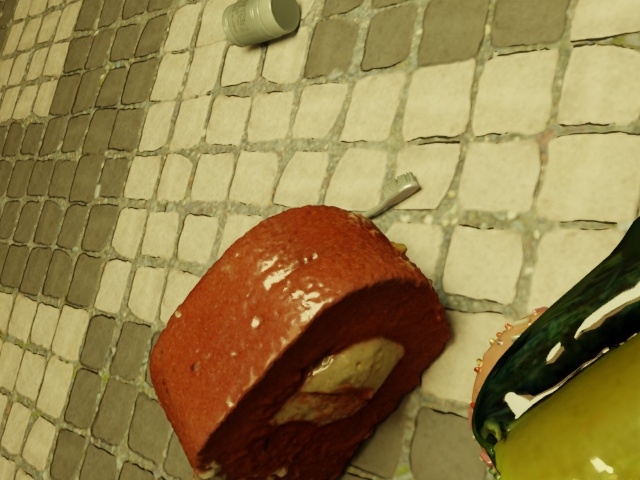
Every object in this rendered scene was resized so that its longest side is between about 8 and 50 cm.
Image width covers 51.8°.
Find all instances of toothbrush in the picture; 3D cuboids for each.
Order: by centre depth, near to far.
[{"bbox_3d":[0.000,0.000,0.718,0.257,0.018,0.024,-34,53,27],"label":"toothbrush"}]

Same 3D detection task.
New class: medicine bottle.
[{"bbox_3d":[-0.078,-0.290,0.859,0.091,0.058,0.058,-2,74,40],"label":"medicine bottle"}]

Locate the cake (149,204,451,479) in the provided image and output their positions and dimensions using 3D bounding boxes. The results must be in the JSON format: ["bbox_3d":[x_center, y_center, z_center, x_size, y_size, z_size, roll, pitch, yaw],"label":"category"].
[{"bbox_3d":[-0.026,0.105,0.597,0.283,0.177,0.151,-51,49,13],"label":"cake"}]

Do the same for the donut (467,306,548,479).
[{"bbox_3d":[0.165,0.116,0.505,0.117,0.065,0.166,21,87,42],"label":"donut"}]

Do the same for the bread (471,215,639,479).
[{"bbox_3d":[0.250,0.092,0.317,0.251,0.208,0.376,44,108,-3],"label":"bread"}]
